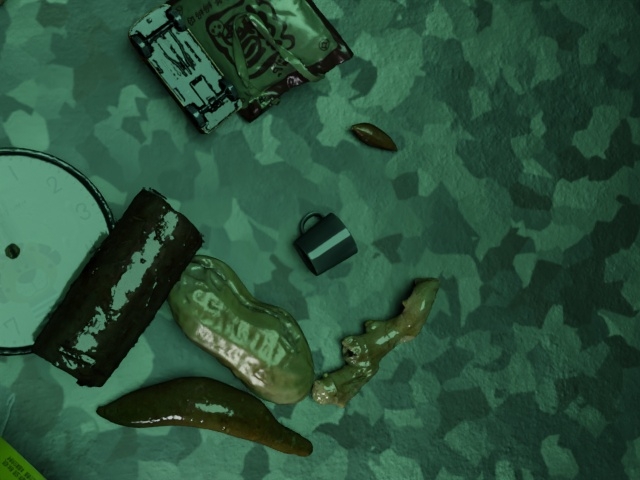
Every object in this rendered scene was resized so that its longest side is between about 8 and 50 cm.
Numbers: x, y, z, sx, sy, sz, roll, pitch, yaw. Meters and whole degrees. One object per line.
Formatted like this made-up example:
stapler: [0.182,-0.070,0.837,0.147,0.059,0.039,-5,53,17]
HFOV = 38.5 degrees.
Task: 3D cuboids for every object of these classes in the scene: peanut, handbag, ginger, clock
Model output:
peanut: [-0.119,0.137,1.396,0.290,0.130,0.130,40,78,-11]
handbag: [-0.096,-0.327,1.411,0.213,0.127,0.235,-31,106,18]
ginger: [0.094,0.159,1.495,0.089,0.075,0.288,44,81,-6]
clock: [-0.445,0.016,1.334,0.312,0.061,0.313,0,89,-17]

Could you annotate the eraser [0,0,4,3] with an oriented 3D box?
eraser: [-0.504,-0.441,1.331,0.172,0.058,0.117,38,78,-12]

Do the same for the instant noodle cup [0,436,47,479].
instant noodle cup: [-0.442,0.406,1.218,0.311,0.311,0.221,47,67,-10]

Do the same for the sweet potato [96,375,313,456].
sweet potato: [-0.159,0.263,1.401,0.346,0.108,0.079,16,49,-16]

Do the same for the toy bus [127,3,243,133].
toy bus: [-0.210,-0.258,1.401,0.083,0.088,0.194,-40,102,-13]

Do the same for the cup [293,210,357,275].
cup: [0.000,0.000,1.471,0.077,0.078,0.100,-34,64,-11]

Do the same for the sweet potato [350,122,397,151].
sweet potato: [0.089,-0.172,1.519,0.095,0.034,0.034,26,81,-26]

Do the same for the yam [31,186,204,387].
yam: [-0.279,0.071,1.291,0.131,0.131,0.280,35,80,-13]
